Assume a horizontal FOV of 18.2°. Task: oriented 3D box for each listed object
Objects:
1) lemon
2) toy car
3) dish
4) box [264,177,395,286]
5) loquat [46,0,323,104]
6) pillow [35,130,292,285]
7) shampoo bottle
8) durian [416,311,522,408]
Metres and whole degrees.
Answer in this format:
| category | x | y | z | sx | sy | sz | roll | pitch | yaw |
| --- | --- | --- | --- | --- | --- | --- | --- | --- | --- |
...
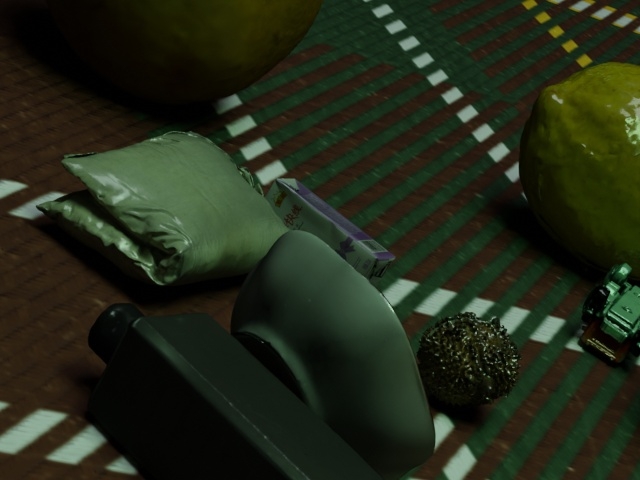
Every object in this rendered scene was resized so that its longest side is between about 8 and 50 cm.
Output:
| category | x | y | z | sx | sy | sz | roll | pitch | yaw |
| --- | --- | --- | --- | --- | --- | --- | --- | --- | --- |
| lemon | 0.306 | -0.066 | 1.940 | 0.260 | 0.204 | 0.204 | 35 | 19 | -17 |
| toy car | 0.278 | 0.067 | 1.817 | 0.073 | 0.054 | 0.143 | 34 | 18 | 8 |
| dish | -0.010 | 0.090 | 1.313 | 0.066 | 0.190 | 0.191 | -27 | 53 | -29 |
| box | 0.000 | 0.000 | 1.632 | 0.117 | 0.050 | 0.036 | 36 | 16 | 22 |
| loquat | -0.126 | -0.267 | 1.756 | 0.276 | 0.284 | 0.276 | 4 | 56 | -5 |
| pillow | -0.112 | -0.021 | 1.509 | 0.134 | 0.078 | 0.181 | 38 | 25 | 21 |
| shampoo bottle | -0.056 | 0.126 | 1.250 | 0.246 | 0.080 | 0.079 | 41 | 23 | 28 |
| durian | 0.114 | 0.094 | 1.531 | 0.080 | 0.080 | 0.091 | 21 | 17 | -18 |
